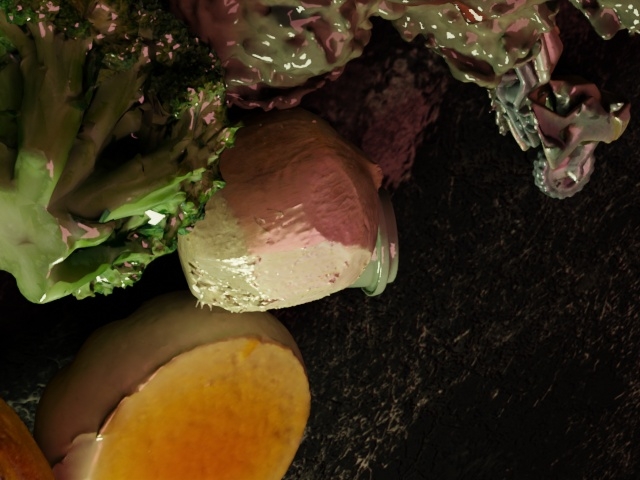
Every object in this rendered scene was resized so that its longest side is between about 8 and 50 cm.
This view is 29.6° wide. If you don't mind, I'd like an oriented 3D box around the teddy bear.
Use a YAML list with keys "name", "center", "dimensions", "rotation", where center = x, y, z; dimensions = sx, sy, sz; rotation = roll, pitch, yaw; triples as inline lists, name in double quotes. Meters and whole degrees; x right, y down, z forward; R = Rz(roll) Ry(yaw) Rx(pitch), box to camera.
- name: "teddy bear"
  center: [0.046, -0.224, 0.950]
  dimensions: [0.367, 0.224, 0.357]
  rotation: [-43, 124, 12]

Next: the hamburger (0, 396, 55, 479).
- name: "hamburger"
  center: [-0.357, 0.248, 1.080]
  dimensions: [0.170, 0.290, 0.314]
  rotation: [-41, 150, -38]

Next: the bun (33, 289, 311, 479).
- name: "bun"
  center: [-0.164, 0.172, 1.209]
  dimensions: [0.299, 0.165, 0.299]
  rotation: [-23, 130, -31]

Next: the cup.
- name: "cup"
  center: [0.000, 0.000, 1.205]
  dimensions: [0.141, 0.120, 0.120]
  rotation: [-5, 132, -11]

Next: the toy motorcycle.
- name: "toy motorcycle"
  center: [0.240, -0.151, 1.234]
  dimensions: [0.130, 0.094, 0.229]
  rotation: [-38, 126, -4]

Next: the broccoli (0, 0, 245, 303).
- name: "broccoli"
  center: [-0.194, -0.076, 0.901]
  dimensions: [0.265, 0.245, 0.294]
  rotation: [-6, 119, 10]

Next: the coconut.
- name: "coconut"
  center: [-0.034, -0.028, 1.066]
  dimensions: [0.194, 0.194, 0.194]
  rotation: [-18, 136, -18]
